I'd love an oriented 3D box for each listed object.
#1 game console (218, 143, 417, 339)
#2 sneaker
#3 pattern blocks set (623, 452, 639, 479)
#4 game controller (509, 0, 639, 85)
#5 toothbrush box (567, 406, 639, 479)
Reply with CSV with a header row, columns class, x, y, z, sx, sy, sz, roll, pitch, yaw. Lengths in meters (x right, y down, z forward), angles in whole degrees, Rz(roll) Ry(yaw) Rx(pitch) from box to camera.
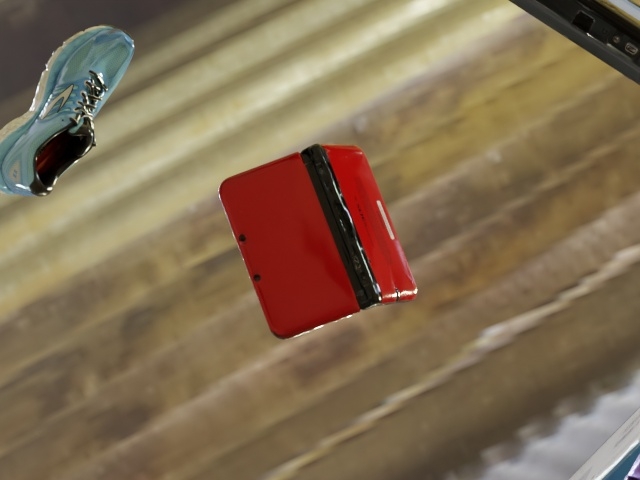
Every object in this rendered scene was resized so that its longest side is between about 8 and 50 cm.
class,x,y,z,sx,sy,sz,roll,pitch,yaw
game console,0.000,0.000,1.657,0.085,0.144,0.124,-25,170,27
sneaker,-0.192,-0.096,1.566,0.073,0.063,0.162,23,-105,43
pattern blocks set,0.226,0.213,1.063,0.026,0.285,0.325,16,-169,-19
game controller,0.244,-0.230,1.856,0.067,0.319,0.166,-60,168,25
toothbrush box,0.379,0.302,1.886,0.216,0.295,0.126,-54,177,38
